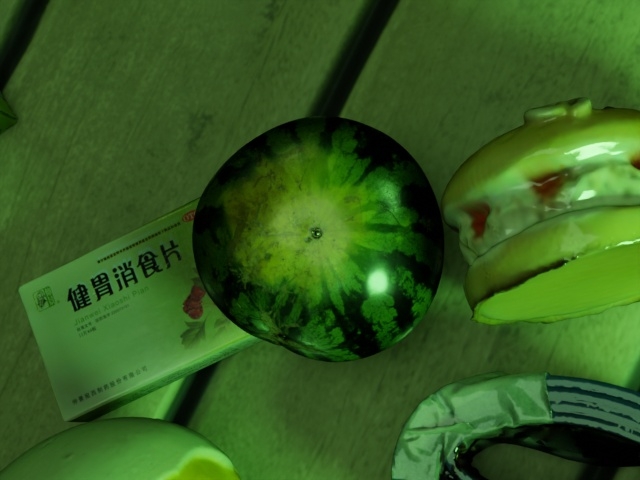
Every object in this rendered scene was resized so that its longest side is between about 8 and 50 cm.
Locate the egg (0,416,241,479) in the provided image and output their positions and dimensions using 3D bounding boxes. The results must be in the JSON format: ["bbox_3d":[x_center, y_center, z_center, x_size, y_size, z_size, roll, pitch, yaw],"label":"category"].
[{"bbox_3d":[-0.238,0.337,1.289,0.283,0.345,0.283,26,127,41],"label":"egg"}]

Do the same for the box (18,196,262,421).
[{"bbox_3d":[-0.206,0.083,1.458,0.260,0.062,0.175,-25,75,11],"label":"box"}]

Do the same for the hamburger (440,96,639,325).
[{"bbox_3d":[0.273,-0.038,1.252,0.303,0.261,0.186,-9,73,-5],"label":"hamburger"}]

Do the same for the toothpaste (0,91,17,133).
[{"bbox_3d":[-0.549,-0.114,1.580,0.327,0.077,0.110,-33,73,8],"label":"toothpaste"}]

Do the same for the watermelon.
[{"bbox_3d":[-0.001,-0.003,1.318,0.269,0.269,0.269,-3,80,15],"label":"watermelon"}]

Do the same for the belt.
[{"bbox_3d":[0.251,0.246,1.270,0.347,0.117,0.212,5,81,17],"label":"belt"}]
